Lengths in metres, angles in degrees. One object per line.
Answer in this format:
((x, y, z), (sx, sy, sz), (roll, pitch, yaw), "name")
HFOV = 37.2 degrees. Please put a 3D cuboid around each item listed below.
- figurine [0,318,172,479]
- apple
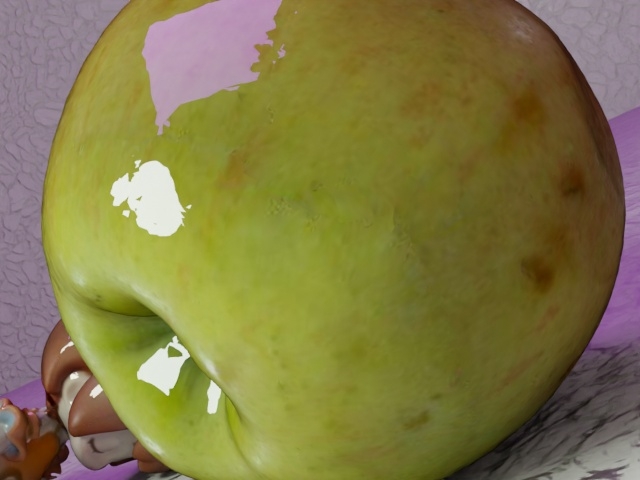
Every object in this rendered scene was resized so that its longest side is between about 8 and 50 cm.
((-0.255, 0.151, 0.917), (0.388, 0.248, 0.277), (-23, -22, -5), "figurine")
((0.000, 0.000, 0.563), (0.338, 0.338, 0.305), (-23, 23, 42), "apple")
